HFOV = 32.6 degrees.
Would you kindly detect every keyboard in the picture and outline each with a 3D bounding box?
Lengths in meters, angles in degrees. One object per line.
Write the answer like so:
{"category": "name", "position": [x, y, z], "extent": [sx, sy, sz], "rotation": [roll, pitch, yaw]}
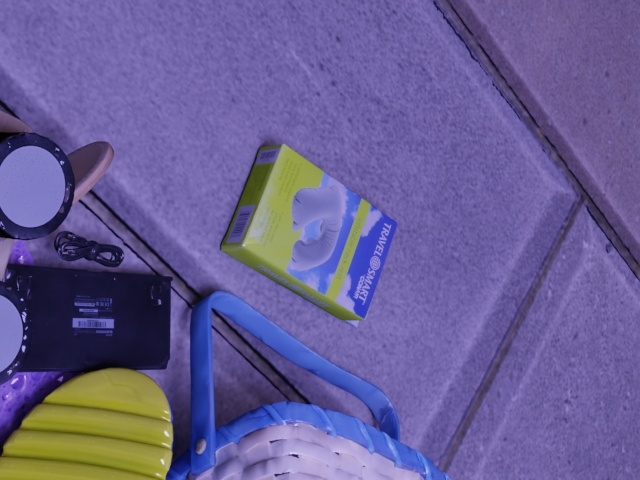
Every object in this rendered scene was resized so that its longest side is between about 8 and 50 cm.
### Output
{"category": "keyboard", "position": [-0.184, 0.048, 0.861], "extent": [0.180, 0.023, 0.108], "rotation": [8, 80, -55]}

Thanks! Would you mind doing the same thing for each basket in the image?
{"category": "basket", "position": [-0.017, 0.203, 0.924], "extent": [0.254, 0.201, 0.289], "rotation": [35, 39, -31]}

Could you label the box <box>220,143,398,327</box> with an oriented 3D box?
{"category": "box", "position": [0.000, 0.000, 1.030], "extent": [0.178, 0.042, 0.109], "rotation": [32, 69, -33]}

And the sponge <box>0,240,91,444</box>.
{"category": "sponge", "position": [-0.264, 0.047, 0.818], "extent": [0.117, 0.031, 0.210], "rotation": [-35, 108, -36]}

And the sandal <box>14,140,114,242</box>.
{"category": "sandal", "position": [-0.249, -0.026, 0.758], "extent": [0.240, 0.088, 0.079], "rotation": [-44, 120, -27]}

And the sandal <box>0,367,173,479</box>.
{"category": "sandal", "position": [-0.197, 0.246, 0.812], "extent": [0.126, 0.138, 0.318], "rotation": [20, 69, 3]}

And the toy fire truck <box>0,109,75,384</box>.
{"category": "toy fire truck", "position": [-0.280, 0.006, 0.528], "extent": [0.246, 0.158, 0.217], "rotation": [27, 73, -47]}
